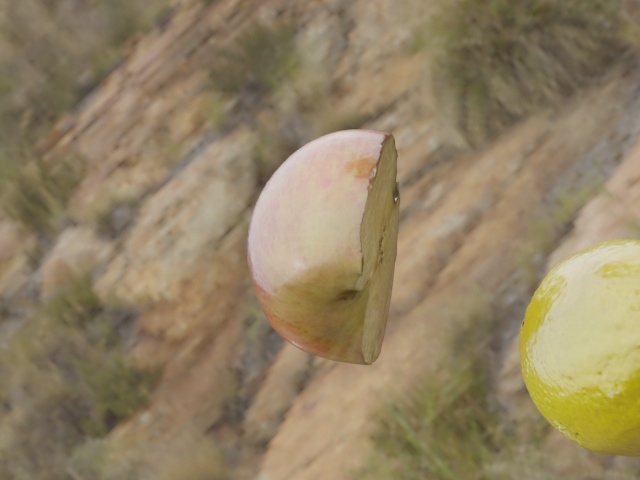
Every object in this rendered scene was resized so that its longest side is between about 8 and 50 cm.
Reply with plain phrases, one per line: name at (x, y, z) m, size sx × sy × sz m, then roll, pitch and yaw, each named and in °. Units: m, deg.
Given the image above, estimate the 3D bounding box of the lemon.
lemon at (0.321, 0.111, 1.649) m, size 0.236 × 0.236 × 0.263 m, roll -46°, pitch -27°, yaw -19°

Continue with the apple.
apple at (0.000, 0.000, 1.917) m, size 0.293 × 0.163 × 0.251 m, roll 87°, pitch -167°, yaw -46°
